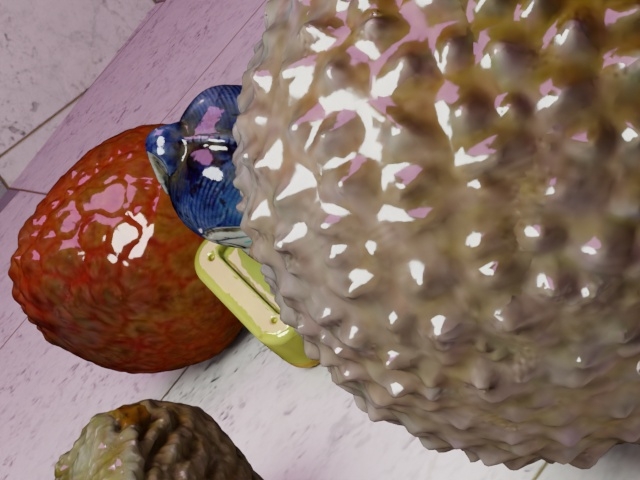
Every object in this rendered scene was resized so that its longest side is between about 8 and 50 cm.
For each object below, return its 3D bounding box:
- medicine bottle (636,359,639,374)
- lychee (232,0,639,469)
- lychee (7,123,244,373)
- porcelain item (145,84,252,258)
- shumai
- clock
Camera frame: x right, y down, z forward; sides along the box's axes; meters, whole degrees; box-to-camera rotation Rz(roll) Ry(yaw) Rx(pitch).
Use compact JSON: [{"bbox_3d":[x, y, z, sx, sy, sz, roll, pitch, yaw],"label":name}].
[{"bbox_3d":[0.259,0.086,0.628,0.171,0.201,0.052,-27,24,44],"label":"medicine bottle"},{"bbox_3d":[0.139,-0.063,0.902,0.432,0.380,0.380,-19,31,25],"label":"lychee"},{"bbox_3d":[-0.159,0.007,1.518,0.300,0.255,0.255,-16,3,-33],"label":"lychee"},{"bbox_3d":[-0.005,-0.064,1.230,0.288,0.186,0.138,3,76,21],"label":"porcelain item"},{"bbox_3d":[-0.159,0.275,1.060,0.283,0.217,0.346,-38,25,19],"label":"shumai"},{"bbox_3d":[0.000,0.000,1.360,0.202,0.096,0.143,-47,59,0],"label":"clock"}]
